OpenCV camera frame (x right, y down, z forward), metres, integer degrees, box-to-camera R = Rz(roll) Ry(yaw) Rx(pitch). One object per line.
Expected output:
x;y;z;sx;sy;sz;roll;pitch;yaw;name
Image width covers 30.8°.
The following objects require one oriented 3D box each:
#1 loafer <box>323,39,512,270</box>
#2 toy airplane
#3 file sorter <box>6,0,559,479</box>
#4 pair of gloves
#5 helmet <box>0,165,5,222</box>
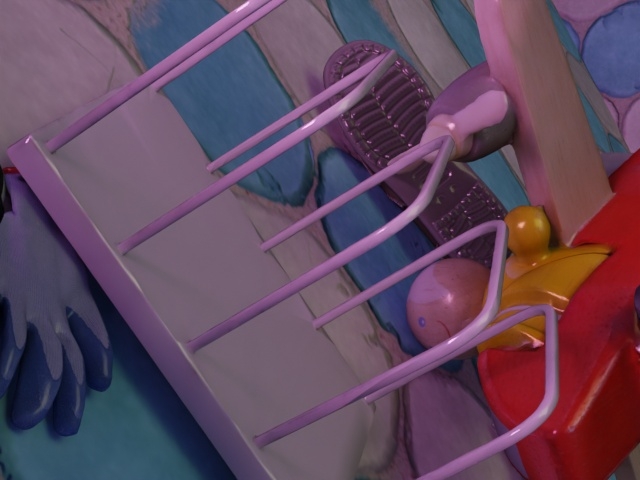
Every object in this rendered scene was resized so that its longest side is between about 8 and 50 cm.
0.083;-0.072;1.095;0.251;0.094;0.087;57;-11;2;loafer
0.203;0.024;0.948;0.384;0.272;0.386;25;58;-61;toy airplane
0.000;0.000;0.674;0.278;0.173;0.193;57;19;-9;file sorter
-0.173;0.002;0.542;0.198;0.023;0.159;36;30;-44;pair of gloves
-0.200;-0.043;0.370;0.161;0.169;0.169;57;20;-34;helmet
